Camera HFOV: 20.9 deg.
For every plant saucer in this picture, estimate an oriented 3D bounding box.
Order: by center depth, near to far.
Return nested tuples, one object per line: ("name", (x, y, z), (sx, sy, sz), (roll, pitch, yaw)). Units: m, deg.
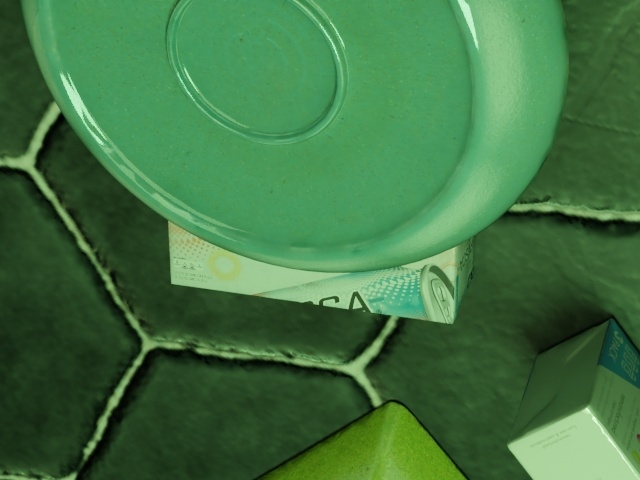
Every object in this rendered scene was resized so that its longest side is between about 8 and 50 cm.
("plant saucer", (-0.028, -0.103, 0.918), (0.318, 0.043, 0.317), (14, 131, 16))
("plant saucer", (0.036, 0.226, 1.172), (0.188, 0.045, 0.188), (-34, 103, 30))

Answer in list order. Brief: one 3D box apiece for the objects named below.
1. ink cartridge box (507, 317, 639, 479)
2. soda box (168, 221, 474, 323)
("ink cartridge box", (0.196, 0.151, 1.043), (0.062, 0.104, 0.181), (-30, 105, 30))
("soda box", (0.000, 0.000, 1.055), (0.183, 0.058, 0.063), (8, 119, 15))
